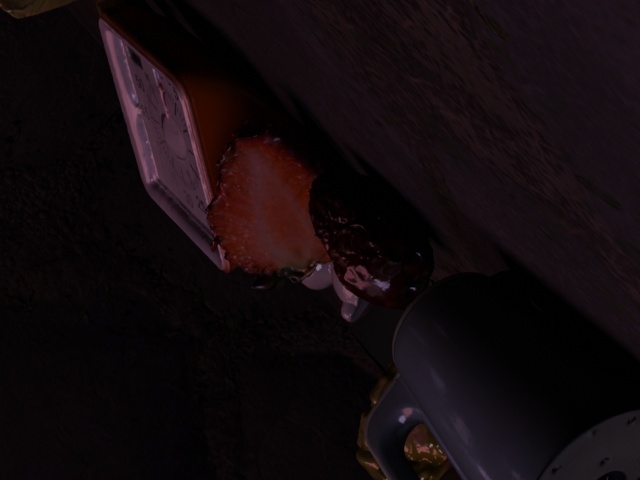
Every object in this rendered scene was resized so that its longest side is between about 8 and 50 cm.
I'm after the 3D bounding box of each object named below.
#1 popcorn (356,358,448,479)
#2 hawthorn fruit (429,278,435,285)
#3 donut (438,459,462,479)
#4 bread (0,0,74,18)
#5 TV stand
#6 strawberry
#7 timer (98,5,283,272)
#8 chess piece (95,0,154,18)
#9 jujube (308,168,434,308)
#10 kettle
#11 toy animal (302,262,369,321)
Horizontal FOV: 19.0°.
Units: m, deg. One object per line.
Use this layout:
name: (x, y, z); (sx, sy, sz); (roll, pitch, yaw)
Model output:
popcorn: (0.158, 0.238, 2.239); (0.259, 0.212, 0.259); (48, -177, -4)
hawthorn fruit: (0.136, 0.079, 1.902); (0.077, 0.077, 0.077); (48, 176, 5)
donut: (0.254, 0.307, 1.674); (0.383, 0.142, 0.382); (31, -167, -8)
bread: (-0.328, -0.334, 2.204); (0.167, 0.163, 0.264); (47, 176, 6)
TV stand: (0.159, 0.198, 2.652); (0.269, 0.083, 0.088); (44, 173, 34)
strawberry: (-0.036, -0.060, 2.036); (0.236, 0.175, 0.106); (106, 165, -46)
timer: (-0.142, -0.138, 2.180); (0.257, 0.161, 0.250); (43, 166, 53)
chess piece: (-0.190, -0.202, 2.379); (0.301, 0.137, 0.137); (55, 173, -27)
jujube: (0.043, -0.007, 1.860); (0.166, 0.104, 0.104); (48, 176, 30)
kettle: (0.148, 0.156, 1.542); (0.160, 0.210, 0.243); (22, -164, -40)
toy animal: (0.000, 0.000, 2.280); (0.182, 0.131, 0.127); (27, 157, 28)
